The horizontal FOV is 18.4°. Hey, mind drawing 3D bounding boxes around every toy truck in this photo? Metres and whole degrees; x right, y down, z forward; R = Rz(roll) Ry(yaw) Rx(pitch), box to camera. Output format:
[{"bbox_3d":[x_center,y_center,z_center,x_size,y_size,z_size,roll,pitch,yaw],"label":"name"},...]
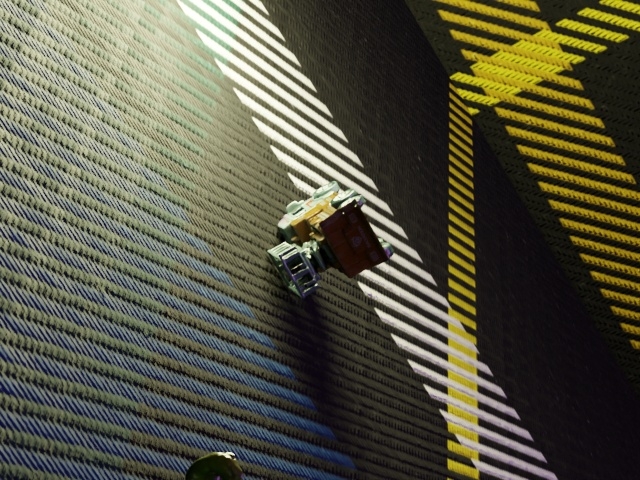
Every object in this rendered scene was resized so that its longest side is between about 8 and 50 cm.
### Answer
[{"bbox_3d":[0.001,0.001,2.165,0.080,0.115,0.178,60,-6,-12],"label":"toy truck"}]

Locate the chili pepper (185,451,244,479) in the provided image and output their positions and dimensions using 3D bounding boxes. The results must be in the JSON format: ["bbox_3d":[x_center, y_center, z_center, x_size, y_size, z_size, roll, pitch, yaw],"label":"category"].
[{"bbox_3d":[-0.029,0.288,1.696,0.359,0.076,0.085,54,0,-44],"label":"chili pepper"}]
